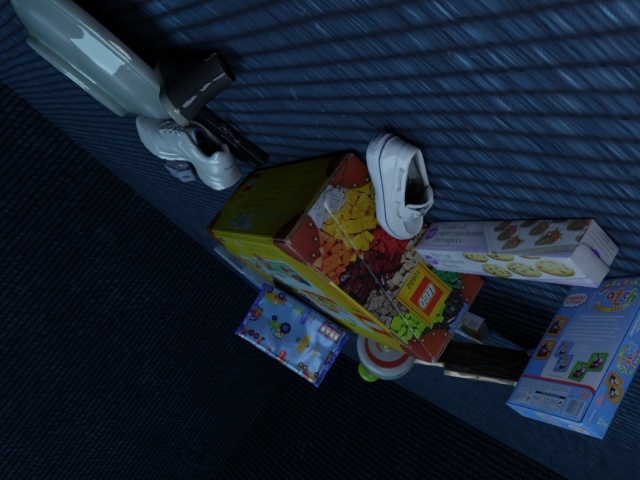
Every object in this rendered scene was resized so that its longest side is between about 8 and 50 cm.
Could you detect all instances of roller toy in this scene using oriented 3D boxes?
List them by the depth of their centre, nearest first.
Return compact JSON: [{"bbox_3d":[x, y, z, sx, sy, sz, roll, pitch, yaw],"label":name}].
[{"bbox_3d":[0.210,0.331,1.718,0.191,0.209,0.146,-3,159,5],"label":"roller toy"}]

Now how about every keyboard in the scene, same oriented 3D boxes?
[{"bbox_3d":[-0.189,-0.222,1.168,0.180,0.023,0.108,36,173,-8],"label":"keyboard"}]

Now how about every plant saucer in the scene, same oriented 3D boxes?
[{"bbox_3d":[-0.443,-0.345,1.061,0.400,0.100,0.400,37,176,3],"label":"plant saucer"}]

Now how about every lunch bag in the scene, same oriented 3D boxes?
[{"bbox_3d":[-0.052,0.212,1.326,0.221,0.138,0.293,32,179,6],"label":"lunch bag"},{"bbox_3d":[-0.427,-0.216,1.685,0.083,0.053,0.071,23,165,10],"label":"lunch bag"}]

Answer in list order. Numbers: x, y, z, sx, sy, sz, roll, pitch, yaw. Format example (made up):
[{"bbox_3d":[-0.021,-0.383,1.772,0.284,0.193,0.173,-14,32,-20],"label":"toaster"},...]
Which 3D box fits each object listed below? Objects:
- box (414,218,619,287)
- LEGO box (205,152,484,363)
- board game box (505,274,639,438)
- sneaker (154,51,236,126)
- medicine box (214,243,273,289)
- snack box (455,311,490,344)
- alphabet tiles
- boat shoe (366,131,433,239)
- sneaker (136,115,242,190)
[{"bbox_3d":[0.262,0.013,0.795,0.067,0.063,0.324,42,165,-20],"label":"box"},{"bbox_3d":[0.017,0.027,1.146,0.372,0.193,0.500,41,166,-23],"label":"LEGO box"},{"bbox_3d":[0.347,0.143,0.717,0.039,0.211,0.160,36,167,-5],"label":"board game box"},{"bbox_3d":[-0.208,-0.279,0.930,0.083,0.118,0.222,51,-171,-40],"label":"sneaker"},{"bbox_3d":[-0.177,0.083,1.822,0.263,0.149,0.289,44,173,-29],"label":"medicine box"},{"bbox_3d":[0.321,0.187,1.288,0.141,0.037,0.100,26,163,34],"label":"snack box"},{"bbox_3d":[0.337,0.240,1.090,0.285,0.011,0.342,7,180,14],"label":"alphabet tiles"},{"bbox_3d":[0.128,-0.063,0.817,0.076,0.083,0.226,27,163,34],"label":"boat shoe"},{"bbox_3d":[-0.308,-0.237,1.276,0.297,0.111,0.129,28,152,14],"label":"sneaker"}]
